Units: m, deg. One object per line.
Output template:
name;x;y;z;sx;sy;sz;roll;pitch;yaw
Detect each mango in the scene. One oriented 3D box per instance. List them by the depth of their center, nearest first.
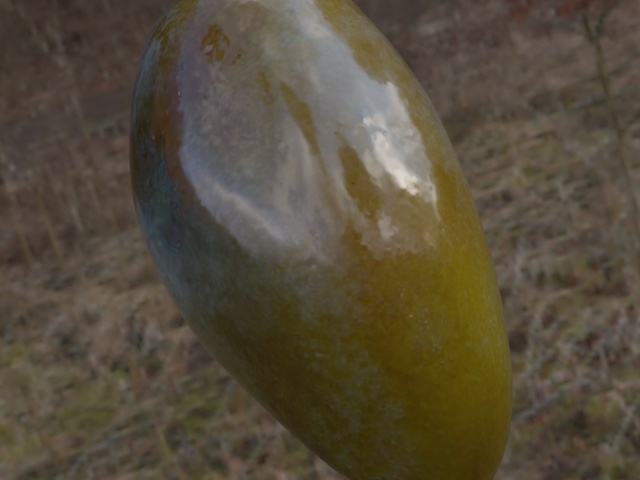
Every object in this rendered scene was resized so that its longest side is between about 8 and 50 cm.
mango;0.000;0.000;0.980;0.199;0.384;0.221;-21;-7;-41
